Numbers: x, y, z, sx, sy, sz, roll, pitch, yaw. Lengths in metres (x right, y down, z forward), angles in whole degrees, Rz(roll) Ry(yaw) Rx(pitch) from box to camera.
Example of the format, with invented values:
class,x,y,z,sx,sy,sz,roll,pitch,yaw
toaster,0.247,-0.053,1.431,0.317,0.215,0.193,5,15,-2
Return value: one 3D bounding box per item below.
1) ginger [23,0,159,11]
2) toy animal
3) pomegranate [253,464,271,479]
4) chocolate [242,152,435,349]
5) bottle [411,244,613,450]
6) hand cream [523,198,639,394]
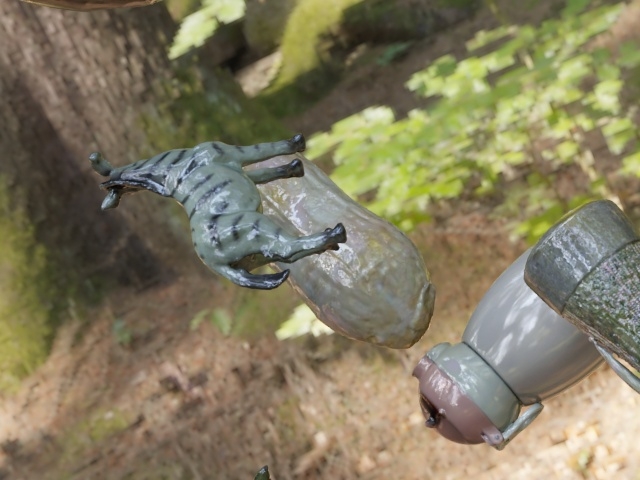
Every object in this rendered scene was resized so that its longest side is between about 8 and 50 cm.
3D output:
class,x,y,z,sx,sy,sz,roll,pitch,yaw
ginger,-0.218,-0.293,1.349,0.270,0.123,0.218,6,-8,-37
toy animal,-0.085,-0.028,1.070,0.176,0.073,0.217,-17,42,-11
pomegranate,-0.059,0.271,1.014,0.131,0.191,0.152,16,-12,10
chocolate,0.000,0.000,1.412,0.134,0.134,0.309,-33,58,-25
bottle,0.207,0.129,1.442,0.236,0.147,0.147,-42,17,-4
hand cream,0.228,0.066,0.878,0.084,0.203,0.084,-32,-25,-17
